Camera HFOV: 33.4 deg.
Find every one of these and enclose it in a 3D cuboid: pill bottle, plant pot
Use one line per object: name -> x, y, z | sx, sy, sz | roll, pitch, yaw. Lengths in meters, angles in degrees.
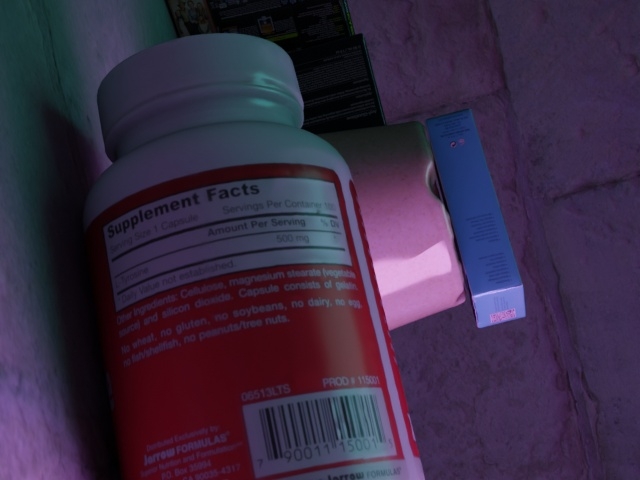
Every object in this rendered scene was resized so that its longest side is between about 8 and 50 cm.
pill bottle -> -0.065, 0.054, 0.858 | 0.229, 0.229, 0.408 | 59, 17, -72
plant pot -> 0.000, 0.000, 1.261 | 0.334, 0.305, 0.334 | -15, 90, -85

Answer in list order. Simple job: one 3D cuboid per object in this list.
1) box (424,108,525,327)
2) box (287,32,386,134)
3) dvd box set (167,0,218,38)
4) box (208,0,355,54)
box -> 0.184, -0.028, 1.275 | 0.100, 0.060, 0.244 | 65, 12, -62
box -> -0.041, -0.154, 1.472 | 0.103, 0.261, 0.184 | 44, 33, -80
dvd box set -> -0.145, -0.253, 1.732 | 0.308, 0.062, 0.421 | -95, 170, -59
box -> -0.045, -0.288, 1.540 | 0.045, 0.190, 0.184 | -78, 154, -57
